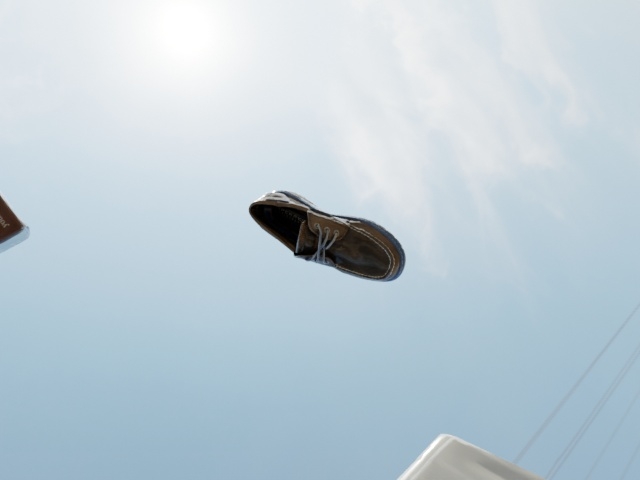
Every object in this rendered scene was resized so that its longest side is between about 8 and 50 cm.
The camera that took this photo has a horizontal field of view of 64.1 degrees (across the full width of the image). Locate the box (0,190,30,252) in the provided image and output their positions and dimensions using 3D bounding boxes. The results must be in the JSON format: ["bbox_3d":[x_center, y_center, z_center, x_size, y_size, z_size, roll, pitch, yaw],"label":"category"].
[{"bbox_3d":[-0.530,0.014,0.513,0.382,0.143,0.191,-35,-78,-26],"label":"box"}]

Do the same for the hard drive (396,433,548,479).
[{"bbox_3d":[0.048,0.233,0.232,0.308,0.203,0.040,-31,-66,-33],"label":"hard drive"}]

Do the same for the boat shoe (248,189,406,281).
[{"bbox_3d":[0.000,0.000,0.546,0.183,0.066,0.066,23,-160,27],"label":"boat shoe"}]
